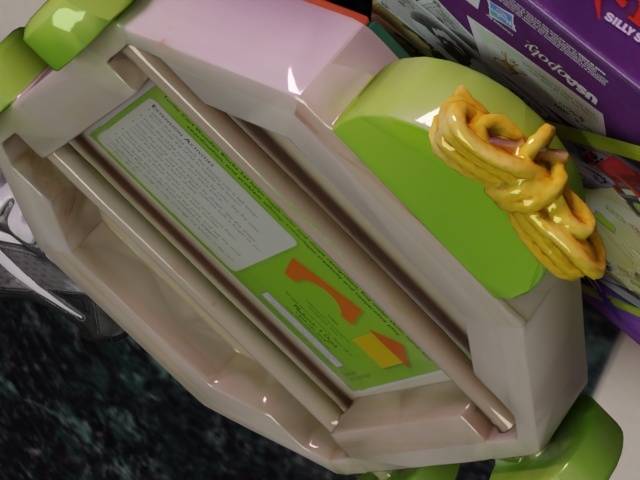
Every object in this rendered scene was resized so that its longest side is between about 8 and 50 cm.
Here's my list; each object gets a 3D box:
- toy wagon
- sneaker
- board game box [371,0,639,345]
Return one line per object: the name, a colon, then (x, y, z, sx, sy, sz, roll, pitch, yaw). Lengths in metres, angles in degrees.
toy wagon: (0.000, 0.000, 0.627, 0.267, 0.068, 0.344, 45, 152, -13)
sneaker: (-0.172, -0.025, 0.854, 0.234, 0.078, 0.106, 35, 135, 14)
board game box: (0.158, 0.021, 0.547, 0.347, 0.056, 0.208, 41, 165, 9)
